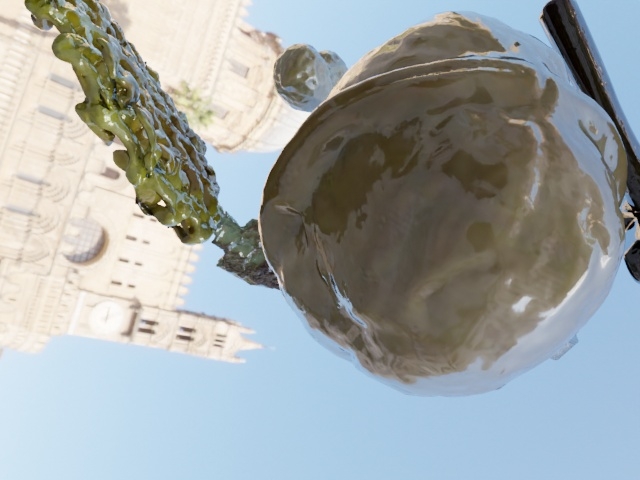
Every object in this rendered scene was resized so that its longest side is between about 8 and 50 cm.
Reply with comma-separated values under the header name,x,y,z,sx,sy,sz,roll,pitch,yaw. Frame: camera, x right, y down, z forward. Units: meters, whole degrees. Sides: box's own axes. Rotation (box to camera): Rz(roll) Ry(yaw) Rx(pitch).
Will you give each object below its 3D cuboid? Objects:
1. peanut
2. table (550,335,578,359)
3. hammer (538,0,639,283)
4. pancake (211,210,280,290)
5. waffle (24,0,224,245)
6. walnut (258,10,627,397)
name,x,y,z,sx,sy,sz,roll,pitch,yaw
peanut,-0.012,-0.325,1.184,0.120,0.298,0.136,16,-78,15
table,0.342,0.125,0.925,0.043,0.133,0.133,-51,-137,19
hammer,0.396,-0.142,0.790,0.095,0.409,0.242,-25,-162,36
pancake,0.003,0.004,1.135,0.426,0.305,0.067,-15,-137,14
waffle,-0.172,-0.120,0.556,0.060,0.281,0.262,-30,-157,0
walnut,0.116,-0.025,0.588,0.381,0.381,0.382,-22,-121,43
